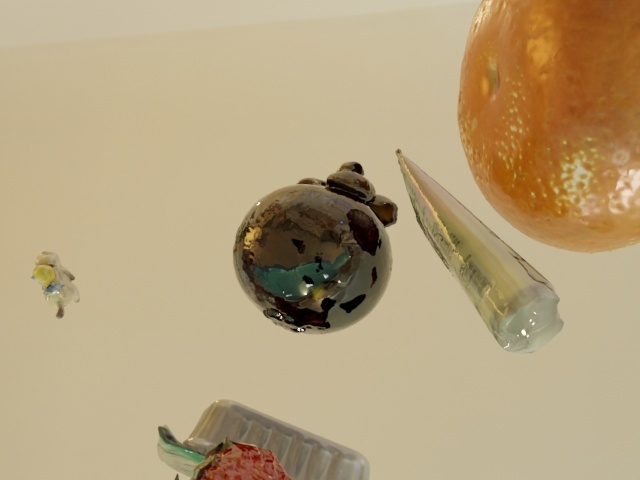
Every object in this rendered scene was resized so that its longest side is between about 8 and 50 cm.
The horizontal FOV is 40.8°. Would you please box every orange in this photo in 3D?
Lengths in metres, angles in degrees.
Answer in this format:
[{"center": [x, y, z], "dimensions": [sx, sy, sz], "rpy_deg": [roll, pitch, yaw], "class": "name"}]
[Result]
[{"center": [0.368, -0.194, 1.116], "dimensions": [0.424, 0.326, 0.424], "rpy_deg": [-179, -90, -73], "class": "orange"}]

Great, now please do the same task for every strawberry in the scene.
[{"center": [-0.076, 0.271, 0.813], "dimensions": [0.131, 0.131, 0.148], "rpy_deg": [-46, -111, 21], "class": "strawberry"}]

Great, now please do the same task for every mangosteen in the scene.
[{"center": [0.000, 0.000, 1.199], "dimensions": [0.228, 0.228, 0.265], "rpy_deg": [8, -115, 38], "class": "mangosteen"}]

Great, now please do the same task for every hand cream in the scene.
[{"center": [0.082, 0.005, 0.473], "dimensions": [0.039, 0.061, 0.143], "rpy_deg": [-31, -136, -2], "class": "hand cream"}]

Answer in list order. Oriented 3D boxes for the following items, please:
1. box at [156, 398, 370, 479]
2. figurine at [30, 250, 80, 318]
[{"center": [-0.064, 0.322, 1.237], "dimensions": [0.337, 0.264, 0.106], "rpy_deg": [22, -112, -1], "class": "box"}, {"center": [-0.346, 0.057, 1.112], "dimensions": [0.047, 0.050, 0.083], "rpy_deg": [-25, -76, 2], "class": "figurine"}]
